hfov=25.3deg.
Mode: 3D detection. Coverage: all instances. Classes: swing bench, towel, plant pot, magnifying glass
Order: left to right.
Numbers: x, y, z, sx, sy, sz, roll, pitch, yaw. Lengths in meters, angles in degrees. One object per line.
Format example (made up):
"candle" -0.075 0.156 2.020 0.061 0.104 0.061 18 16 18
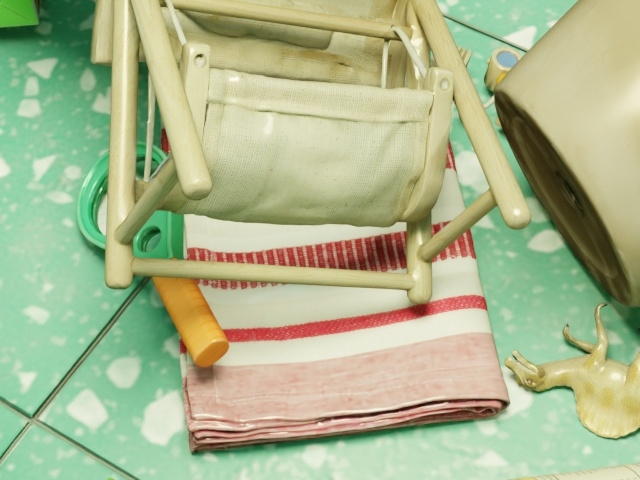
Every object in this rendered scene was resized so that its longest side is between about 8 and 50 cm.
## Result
"magnifying glass" -0.125 0.007 1.086 0.092 0.026 0.231 -40 51 8
"swing bench" -0.016 -0.104 0.993 0.253 0.165 0.254 4 65 -26
"towel" 0.000 0.000 1.115 0.237 0.037 0.329 -7 57 -3
"plant pot" 0.292 -0.100 1.027 0.280 0.323 0.323 -32 60 0

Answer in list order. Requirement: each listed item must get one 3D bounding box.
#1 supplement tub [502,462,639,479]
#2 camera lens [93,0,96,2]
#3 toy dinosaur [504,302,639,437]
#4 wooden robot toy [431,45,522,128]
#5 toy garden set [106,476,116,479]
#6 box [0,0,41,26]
"supplement tub" 0.177 0.249 0.822 0.331 0.241 0.241 -7 57 -3
"camera lens" -0.103 -0.267 1.129 0.219 0.274 0.219 -12 65 27
"toy dinosaur" 0.230 0.104 1.039 0.183 0.053 0.092 19 75 23
"wooden robot toy" 0.172 -0.126 1.154 0.173 0.079 0.076 36 57 16
"toy garden set" -0.074 0.288 0.874 0.204 0.049 0.244 32 29 -18
"box" -0.315 -0.349 1.205 0.127 0.262 0.231 -3 49 2
